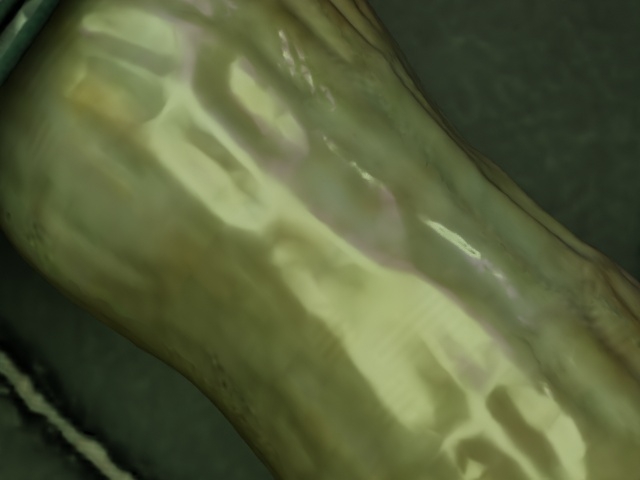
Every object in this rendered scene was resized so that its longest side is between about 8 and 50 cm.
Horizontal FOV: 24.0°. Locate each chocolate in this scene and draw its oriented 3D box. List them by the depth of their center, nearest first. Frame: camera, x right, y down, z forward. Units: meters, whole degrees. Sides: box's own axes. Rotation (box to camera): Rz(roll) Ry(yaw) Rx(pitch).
[{"bbox_3d":[0.000,0.000,0.450,0.309,0.134,0.134,42,89,5],"label":"chocolate"}]

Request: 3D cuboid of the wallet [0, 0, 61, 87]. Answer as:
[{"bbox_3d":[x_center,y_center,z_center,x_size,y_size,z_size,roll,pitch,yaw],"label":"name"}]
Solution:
[{"bbox_3d":[-0.164,-0.122,0.442,0.290,0.054,0.251,28,85,39],"label":"wallet"}]
